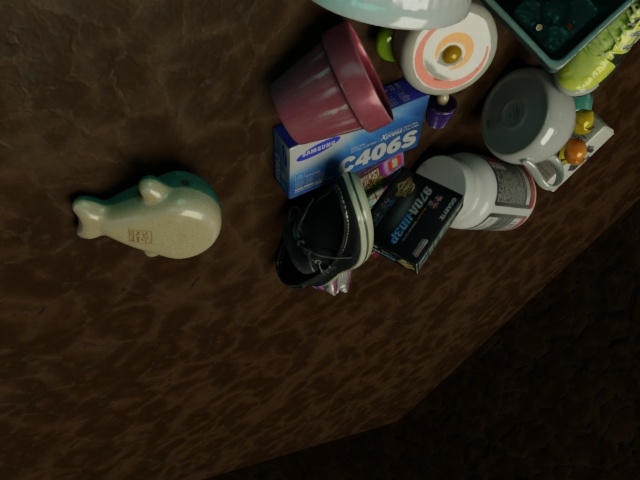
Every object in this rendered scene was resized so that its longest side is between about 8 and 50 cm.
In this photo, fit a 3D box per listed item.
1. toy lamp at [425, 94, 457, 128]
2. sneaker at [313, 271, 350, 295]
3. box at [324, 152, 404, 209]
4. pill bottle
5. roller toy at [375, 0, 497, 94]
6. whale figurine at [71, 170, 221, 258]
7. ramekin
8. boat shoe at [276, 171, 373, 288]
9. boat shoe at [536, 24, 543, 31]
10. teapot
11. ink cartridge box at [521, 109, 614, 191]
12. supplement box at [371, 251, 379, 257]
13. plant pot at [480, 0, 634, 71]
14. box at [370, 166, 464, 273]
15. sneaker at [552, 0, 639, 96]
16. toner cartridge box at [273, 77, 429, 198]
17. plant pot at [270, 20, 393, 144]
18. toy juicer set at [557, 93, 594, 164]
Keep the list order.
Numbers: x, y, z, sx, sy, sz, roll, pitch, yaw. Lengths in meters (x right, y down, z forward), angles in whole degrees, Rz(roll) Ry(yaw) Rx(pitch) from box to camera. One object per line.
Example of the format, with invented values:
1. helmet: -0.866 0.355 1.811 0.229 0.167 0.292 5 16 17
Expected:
1. toy lamp: 0.286 -0.362 1.465 0.080 0.080 0.275 -24 150 -19
2. sneaker: 0.025 0.100 1.890 0.236 0.104 0.095 1 96 -73
3. box: 0.124 -0.114 1.689 0.200 0.057 0.293 -32 151 -7
4. pill bottle: 0.427 -0.134 1.820 0.362 0.210 0.210 2 135 -47
5. roller toy: 0.232 -0.385 1.249 0.191 0.146 0.209 25 123 -33
6. whale figurine: -0.327 -0.060 1.260 0.271 0.141 0.216 0 142 -10
7. ramekin: 0.105 -0.436 0.974 0.277 0.277 0.135 -18 139 -28
8. boat shoe: 0.000 0.000 1.545 0.155 0.187 0.500 -11 163 -19
9. boat shoe: 0.521 -0.514 1.523 0.048 0.042 0.133 10 133 -19
10. teapot: 0.541 -0.295 1.637 0.187 0.252 0.256 7 119 -34
11. ink cartridge box: 0.690 -0.288 1.901 0.100 0.172 0.237 7 131 -51
12. supplement box: 0.149 -0.001 1.860 0.055 0.083 0.043 -36 151 4
13. plant pot: 0.475 -0.490 1.316 0.248 0.247 0.252 -43 172 14
14. box: 0.212 -0.051 1.565 0.220 0.175 0.051 -52 156 -19
15. sneaker: 0.648 -0.490 1.435 0.385 0.145 0.147 -54 165 14
16. toner cartridge box: 0.067 -0.227 1.442 0.347 0.075 0.165 -24 149 -18
17. plant pot: 0.015 -0.273 1.217 0.180 0.201 0.201 -25 154 15
18. toy juicer set: 0.658 -0.351 1.701 0.209 0.089 0.329 -39 136 -69
